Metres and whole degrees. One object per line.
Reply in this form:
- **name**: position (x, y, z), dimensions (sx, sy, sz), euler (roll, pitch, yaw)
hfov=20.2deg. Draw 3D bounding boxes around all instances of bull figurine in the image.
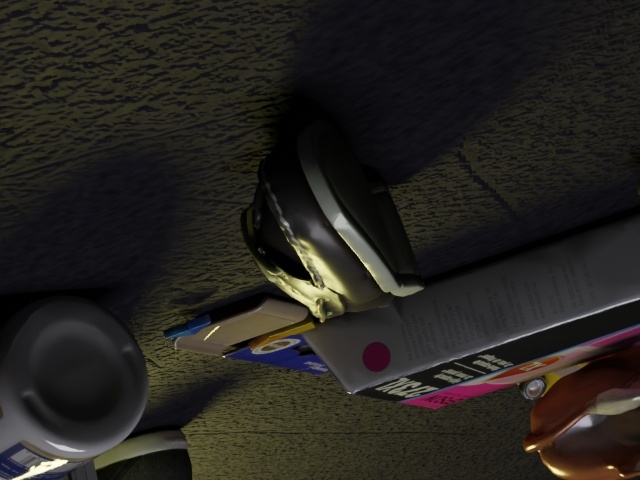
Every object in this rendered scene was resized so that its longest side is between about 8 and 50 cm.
- **bull figurine**: position (0.299, 0.100, 1.348), dimensions (0.310, 0.101, 0.188), euler (-25, -176, -28)

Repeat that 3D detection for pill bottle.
- **pill bottle**: position (-0.179, 0.101, 1.056), dimensions (0.094, 0.094, 0.169), euler (-3, 162, -37)

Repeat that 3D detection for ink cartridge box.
- **ink cartridge box**: position (0.134, 0.057, 1.257), dimensions (0.371, 0.069, 0.176), euler (-17, 165, 20)

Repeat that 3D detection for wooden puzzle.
- **wooden puzzle**: position (-0.052, 0.054, 1.163), dimensions (0.078, 0.014, 0.116), euler (-22, 164, 13)

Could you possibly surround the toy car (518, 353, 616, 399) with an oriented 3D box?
- **toy car**: position (0.266, 0.140, 1.467), dimensions (0.239, 0.225, 0.053), euler (10, 113, -57)

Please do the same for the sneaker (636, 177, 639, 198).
- **sneaker**: position (0.350, -0.041, 1.035), dimensions (0.330, 0.146, 0.122), euler (9, -171, -4)

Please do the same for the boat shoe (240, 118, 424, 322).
- **boat shoe**: position (0.000, 0.000, 0.880), dimensions (0.068, 0.081, 0.228), euler (-20, 167, 7)

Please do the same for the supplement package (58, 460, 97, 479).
- **supplement package**: position (-0.292, 0.271, 1.356), dimensions (0.262, 0.204, 0.145), euler (-25, 162, 36)

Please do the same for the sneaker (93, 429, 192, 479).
- **sneaker**: position (-0.191, 0.246, 1.515), dimensions (0.217, 0.121, 0.079), euler (-25, 161, 35)
